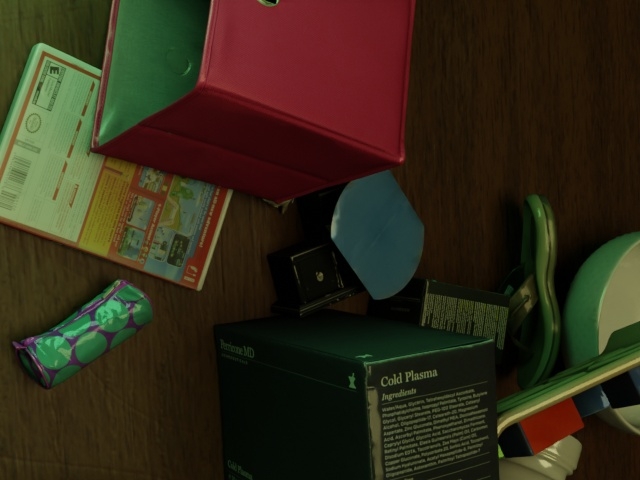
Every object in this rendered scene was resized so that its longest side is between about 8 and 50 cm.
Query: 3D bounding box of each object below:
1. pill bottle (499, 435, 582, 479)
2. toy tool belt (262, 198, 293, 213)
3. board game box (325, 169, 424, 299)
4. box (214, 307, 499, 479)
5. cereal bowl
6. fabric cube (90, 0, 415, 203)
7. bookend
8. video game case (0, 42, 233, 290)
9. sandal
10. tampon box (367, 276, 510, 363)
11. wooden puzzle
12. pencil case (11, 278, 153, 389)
[{"bbox_3d":[0.268,0.424,1.376,0.176,0.176,0.318,33,72,-31],"label":"pill bottle"},{"bbox_3d":[-0.042,-0.079,1.231,0.083,0.052,0.051,-67,153,-9],"label":"toy tool belt"},{"bbox_3d":[0.067,-0.010,1.225,0.133,0.033,0.168,-52,123,-28],"label":"board game box"},{"bbox_3d":[0.035,0.257,1.113,0.179,0.343,0.312,-7,97,-32],"label":"box"},{"bbox_3d":[0.513,0.147,1.557,0.339,0.141,0.339,-2,94,-34],"label":"cereal bowl"},{"bbox_3d":[-0.072,-0.208,1.054,0.258,0.259,0.254,16,72,-34],"label":"fabric cube"},{"bbox_3d":[0.000,0.000,1.243,0.156,0.072,0.157,-20,102,-32],"label":"bookend"},{"bbox_3d":[-0.234,-0.078,1.108,0.285,0.025,0.204,23,79,-32],"label":"video game case"},{"bbox_3d":[0.309,0.081,1.449,0.086,0.120,0.303,-1,91,-6],"label":"sandal"},{"bbox_3d":[0.164,0.111,1.329,0.161,0.120,0.101,13,84,-34],"label":"tampon box"},{"bbox_3d":[0.320,0.206,1.222,0.348,0.322,0.080,-27,80,-12],"label":"wooden puzzle"},{"bbox_3d":[-0.267,0.103,1.070,0.152,0.064,0.070,-36,127,-28],"label":"pencil case"}]
